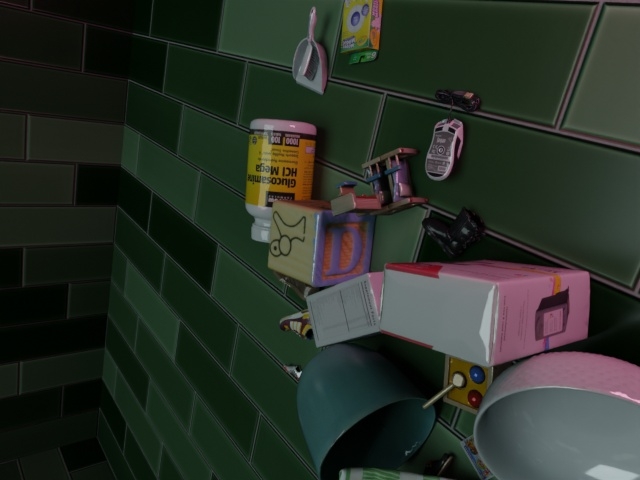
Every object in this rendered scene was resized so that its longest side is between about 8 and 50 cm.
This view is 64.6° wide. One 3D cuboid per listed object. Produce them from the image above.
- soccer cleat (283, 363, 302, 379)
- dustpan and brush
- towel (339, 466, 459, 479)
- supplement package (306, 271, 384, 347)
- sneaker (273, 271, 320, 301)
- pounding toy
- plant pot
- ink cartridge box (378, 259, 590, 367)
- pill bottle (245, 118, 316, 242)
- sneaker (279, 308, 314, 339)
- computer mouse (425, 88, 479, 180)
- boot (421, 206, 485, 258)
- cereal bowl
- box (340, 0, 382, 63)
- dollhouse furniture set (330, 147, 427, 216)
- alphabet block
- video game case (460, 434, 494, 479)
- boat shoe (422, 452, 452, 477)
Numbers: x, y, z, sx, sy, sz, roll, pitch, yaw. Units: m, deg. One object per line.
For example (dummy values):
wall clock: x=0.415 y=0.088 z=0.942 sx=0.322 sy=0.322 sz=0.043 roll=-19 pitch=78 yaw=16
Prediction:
soccer cleat: x=-0.080 y=0.395 z=1.551 sx=0.083 sy=0.029 sz=0.036 roll=26 pitch=103 yaw=43
dustpan and brush: x=-0.026 y=-0.528 z=1.399 sx=0.147 sy=0.060 sz=0.211 roll=38 pitch=121 yaw=42
towel: x=0.187 y=0.602 z=1.069 sx=0.324 sy=0.038 sz=0.248 roll=8 pitch=104 yaw=4
supplement package: x=0.098 y=0.169 z=1.238 sx=0.244 sy=0.133 sz=0.139 roll=-26 pitch=71 yaw=48
sneaker: x=-0.064 y=0.111 z=1.498 sx=0.188 sy=0.066 sz=0.071 roll=35 pitch=102 yaw=37
pounding toy: x=0.297 y=0.294 z=1.035 sx=0.141 sy=0.100 sz=0.130 roll=9 pitch=98 yaw=49
plant pot: x=0.079 y=0.382 z=1.175 sx=0.235 sy=0.293 sz=0.293 roll=51 pitch=129 yaw=47
ink cartridge box: x=0.286 y=0.108 z=0.876 sx=0.226 sy=0.306 sz=0.131 roll=7 pitch=97 yaw=50
pill bottle: x=-0.115 y=-0.166 z=1.430 sx=0.188 sy=0.188 sz=0.334 roll=15 pitch=104 yaw=49
sneaker: x=-0.057 y=0.255 z=1.480 sx=0.185 sy=0.069 sz=0.084 roll=-32 pitch=63 yaw=47
computer mouse: x=0.273 y=-0.222 z=1.080 sx=0.106 sy=0.042 sz=0.193 roll=21 pitch=103 yaw=43
boot: x=0.283 y=-0.031 z=1.075 sx=0.121 sy=0.045 sz=0.099 roll=53 pitch=132 yaw=24
cereal bowl: x=0.424 y=0.299 z=0.800 sx=0.339 sy=0.141 sz=0.339 roll=17 pitch=131 yaw=20
box: x=0.101 y=-0.539 z=1.263 sx=0.105 sy=0.043 sz=0.179 roll=12 pitch=103 yaw=49
dollhouse furniture set: x=0.127 y=-0.132 z=1.145 sx=0.129 sy=0.183 sz=0.129 roll=-18 pitch=78 yaw=49
alphabet block: x=0.000 y=0.000 z=1.301 sx=0.197 sy=0.193 sz=0.192 roll=18 pitch=104 yaw=48
video game case: x=0.353 y=0.435 z=1.047 sx=0.122 sy=0.011 sz=0.087 roll=-52 pitch=55 yaw=38
boat shoe: x=0.254 y=0.520 z=1.141 sx=0.042 sy=0.049 sz=0.133 roll=44 pitch=129 yaw=30
